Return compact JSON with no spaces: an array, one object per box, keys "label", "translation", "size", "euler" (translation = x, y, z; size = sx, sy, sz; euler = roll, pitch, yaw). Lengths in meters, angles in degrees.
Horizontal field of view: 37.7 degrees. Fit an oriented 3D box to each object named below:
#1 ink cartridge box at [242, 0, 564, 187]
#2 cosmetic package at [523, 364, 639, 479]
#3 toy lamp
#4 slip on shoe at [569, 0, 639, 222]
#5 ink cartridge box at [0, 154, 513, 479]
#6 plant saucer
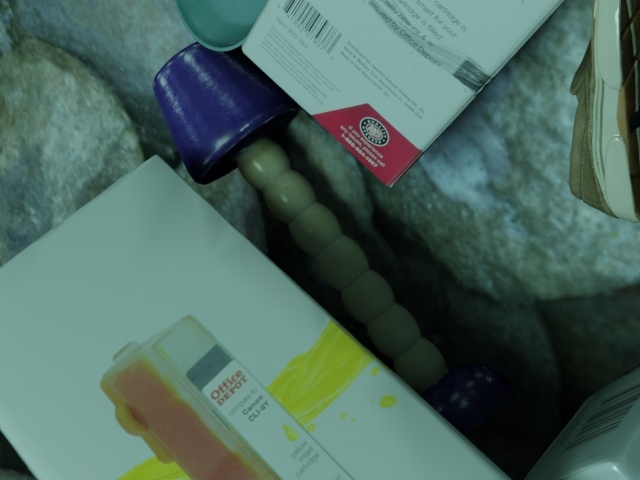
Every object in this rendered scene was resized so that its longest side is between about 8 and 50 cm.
[{"label":"ink cartridge box","translation":[0.045,-0.116,0.449],"size":[0.109,0.063,0.150],"euler":[44,137,2]},{"label":"cosmetic package","translation":[0.211,0.176,0.452],"size":[0.231,0.117,0.085],"euler":[52,138,6]},{"label":"toy lamp","translation":[0.000,0.000,0.558],"size":[0.275,0.080,0.080],"euler":[52,137,5]},{"label":"slip on shoe","translation":[0.132,-0.073,0.422],"size":[0.041,0.051,0.135],"euler":[21,134,46]},{"label":"ink cartridge box","translation":[-0.007,0.179,0.513],"size":[0.384,0.160,0.279],"euler":[42,160,28]},{"label":"plant saucer","translation":[-0.048,-0.166,0.520],"size":[0.119,0.021,0.119],"euler":[15,110,50]}]
